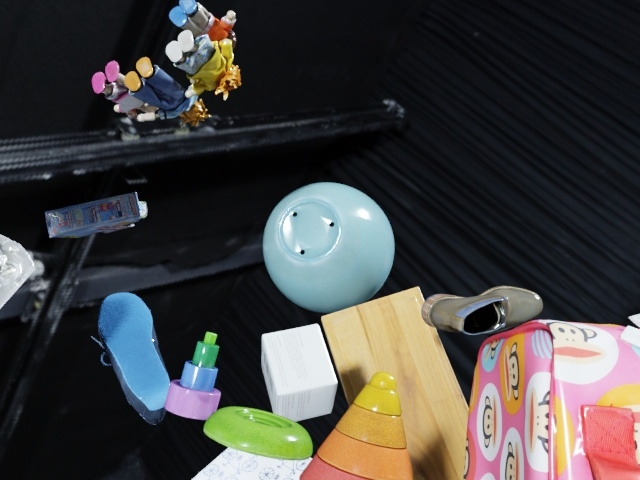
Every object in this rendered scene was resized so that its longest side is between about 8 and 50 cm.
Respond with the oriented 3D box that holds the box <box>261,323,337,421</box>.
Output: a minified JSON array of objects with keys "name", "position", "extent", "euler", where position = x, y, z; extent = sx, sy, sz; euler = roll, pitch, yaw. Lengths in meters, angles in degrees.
[{"name":"box","position":[-0.033,0.194,0.961],"extent":[0.087,0.101,0.102],"euler":[-10,-38,-13]}]

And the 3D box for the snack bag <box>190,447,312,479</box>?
[{"name":"snack bag","position":[-0.137,0.498,1.182],"extent":[0.343,0.323,0.037],"euler":[-36,-57,-39]}]

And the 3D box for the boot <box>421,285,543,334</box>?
[{"name":"boot","position":[0.284,0.122,1.068],"extent":[0.219,0.106,0.082],"euler":[-4,-82,-17]}]

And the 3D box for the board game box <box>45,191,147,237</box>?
[{"name":"board game box","position":[-0.471,-0.054,1.489],"extent":[0.194,0.060,0.194],"euler":[-13,-3,11]}]

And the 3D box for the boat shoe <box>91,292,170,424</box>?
[{"name":"boat shoe","position":[-0.319,0.196,1.105],"extent":[0.109,0.258,0.089],"euler":[-7,-49,-20]}]

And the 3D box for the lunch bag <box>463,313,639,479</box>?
[{"name":"lunch bag","position":[0.178,0.202,0.473],"extent":[0.258,0.120,0.292],"euler":[85,-171,-76]}]

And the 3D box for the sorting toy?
[{"name":"sorting toy","position":[-0.040,0.177,0.746],"extent":[0.127,0.366,0.126],"euler":[20,-97,-48]}]

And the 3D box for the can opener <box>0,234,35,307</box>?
[{"name":"can opener","position":[-0.457,0.096,0.811],"extent":[0.095,0.076,0.283],"euler":[-30,24,32]}]

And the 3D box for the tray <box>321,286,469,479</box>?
[{"name":"tray","position":[0.157,0.302,1.225],"extent":[0.203,0.410,0.076],"euler":[-17,-28,-3]}]

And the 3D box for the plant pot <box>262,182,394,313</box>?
[{"name":"plant pot","position":[0.000,0.000,1.401],"extent":[0.290,0.290,0.195],"euler":[-44,-17,1]}]

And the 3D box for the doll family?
[{"name":"doll family","position":[-0.220,-0.251,1.061],"extent":[0.263,0.118,0.163],"euler":[-34,-20,15]}]
